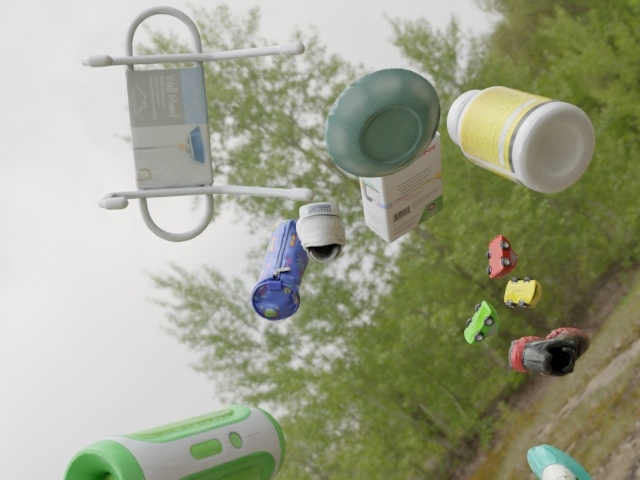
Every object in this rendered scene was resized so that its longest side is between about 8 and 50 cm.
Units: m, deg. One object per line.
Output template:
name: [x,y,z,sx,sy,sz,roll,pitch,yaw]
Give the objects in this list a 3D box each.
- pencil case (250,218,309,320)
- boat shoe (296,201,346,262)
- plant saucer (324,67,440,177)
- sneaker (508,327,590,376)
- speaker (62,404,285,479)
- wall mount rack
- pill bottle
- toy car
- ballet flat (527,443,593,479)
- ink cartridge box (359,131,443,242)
pencil case: [-0.089,0.064,1.930,0.306,0.120,0.133,-77,-6,-55]
boat shoe: [0.000,0.000,1.399,0.095,0.084,0.258,-7,-11,5]
plant saucer: [0.104,-0.172,1.214,0.195,0.037,0.194,-11,-52,-14]
sneaker: [0.605,0.283,1.954,0.276,0.135,0.097,-5,-82,-36]
speaker: [-0.170,0.285,0.978,0.131,0.131,0.297,-54,-26,19]
wall mount rack: [-0.170,-0.162,1.112,0.130,0.304,0.349,-111,17,-77]
pill bottle: [0.420,-0.234,1.699,0.188,0.188,0.334,-49,29,1]
toy car: [0.387,0.132,1.687,0.224,0.053,0.239,-63,20,22]
ballet flat: [0.481,0.480,1.451,0.087,0.247,0.083,1,-52,-56]
ink cartridge box: [0.218,-0.162,2.104,0.201,0.117,0.278,-32,-41,-19]
